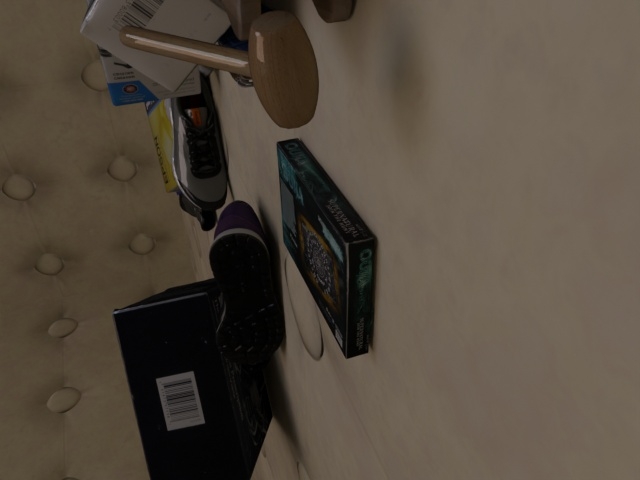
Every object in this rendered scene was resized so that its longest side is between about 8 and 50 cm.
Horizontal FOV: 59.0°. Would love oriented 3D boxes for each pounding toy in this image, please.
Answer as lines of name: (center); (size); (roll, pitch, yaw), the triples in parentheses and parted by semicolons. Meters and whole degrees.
pounding toy: (-0.064, -0.206, 0.339); (0.154, 0.154, 0.270); (91, 160, -53)

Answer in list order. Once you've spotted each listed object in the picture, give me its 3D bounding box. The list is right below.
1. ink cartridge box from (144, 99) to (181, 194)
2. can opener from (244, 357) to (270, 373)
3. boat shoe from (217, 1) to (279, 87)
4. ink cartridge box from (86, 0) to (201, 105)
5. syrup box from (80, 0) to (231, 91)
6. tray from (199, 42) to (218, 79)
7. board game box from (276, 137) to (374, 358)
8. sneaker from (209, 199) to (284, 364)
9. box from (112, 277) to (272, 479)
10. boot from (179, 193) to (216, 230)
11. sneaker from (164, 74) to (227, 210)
ink cartridge box: (-0.354, -0.274, 1.330); (0.307, 0.072, 0.304); (-13, 91, 56)
can opener: (-0.133, 0.164, 1.067); (0.073, 0.059, 0.186); (-145, 43, -68)
boat shoe: (-0.065, -0.188, 0.549); (0.183, 0.066, 0.066); (-112, 9, -51)
ink cartridge box: (-0.271, -0.322, 0.872); (0.203, 0.148, 0.086); (98, 155, -53)
syrup box: (-0.144, -0.259, 0.537); (0.093, 0.096, 0.237); (-39, 40, 29)
tray: (-0.218, -0.365, 0.985); (0.270, 0.030, 0.145); (-156, 54, -71)
board game box: (0.000, 0.000, 0.527); (0.186, 0.026, 0.126); (-122, 24, -49)
sneaker: (-0.112, 0.069, 0.893); (0.124, 0.107, 0.284); (-99, 10, -53)
box: (-0.232, 0.260, 1.118); (0.312, 0.178, 0.344); (-63, -39, -86)
boot: (-0.322, -0.158, 1.475); (0.161, 0.083, 0.247); (33, 135, 51)
sneaker: (-0.236, -0.189, 1.073); (0.108, 0.100, 0.272); (176, 82, -69)
